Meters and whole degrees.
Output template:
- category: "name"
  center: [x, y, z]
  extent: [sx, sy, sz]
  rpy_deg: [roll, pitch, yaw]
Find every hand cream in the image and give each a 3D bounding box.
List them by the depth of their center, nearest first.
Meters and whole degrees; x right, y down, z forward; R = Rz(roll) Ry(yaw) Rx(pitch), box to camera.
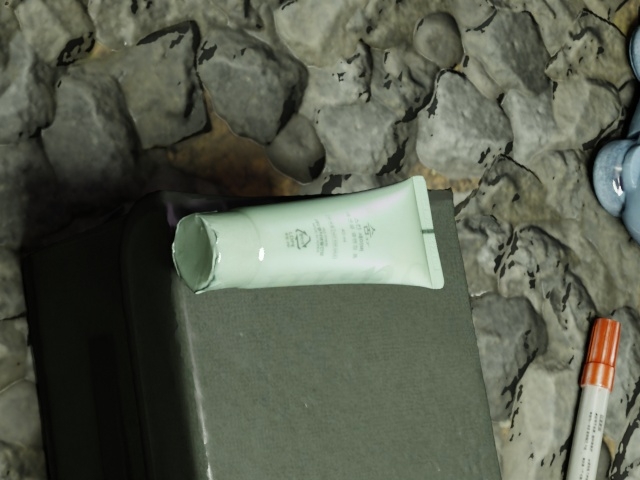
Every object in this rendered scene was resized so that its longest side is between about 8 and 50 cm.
- category: "hand cream"
  center: [0.000, 0.000, 1.121]
  extent: [0.205, 0.050, 0.078]
  rpy_deg: [-5, 80, -41]

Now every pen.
- category: "pen"
  center: [0.226, 0.179, 1.499]
  extent: [0.028, 0.028, 0.239]
  rpy_deg: [24, 68, -28]

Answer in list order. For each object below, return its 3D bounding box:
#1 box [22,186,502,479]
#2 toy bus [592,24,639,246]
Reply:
- category: "box"
  center: [-0.033, 0.149, 1.221]
  extent: [0.251, 0.204, 0.345]
  rpy_deg: [-3, 82, -35]
- category: "toy bus"
  center: [0.403, -0.083, 1.587]
  extent: [0.232, 0.197, 0.294]
  rpy_deg: [37, 60, -34]
